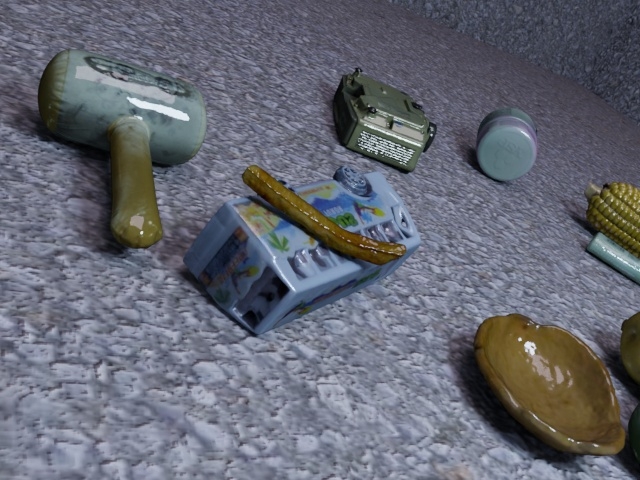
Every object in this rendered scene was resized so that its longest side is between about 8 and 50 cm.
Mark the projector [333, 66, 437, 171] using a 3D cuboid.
[{"bbox_3d":[0.128,-0.235,1.375,0.193,0.088,0.270,19,28,-13],"label":"projector"}]

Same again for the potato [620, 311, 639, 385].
[{"bbox_3d":[0.577,0.191,1.011,0.300,0.140,0.173,21,31,-7],"label":"potato"}]

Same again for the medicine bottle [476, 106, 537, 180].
[{"bbox_3d":[0.408,-0.212,1.555,0.135,0.135,0.168,29,26,0],"label":"medicine bottle"}]

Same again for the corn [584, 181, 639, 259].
[{"bbox_3d":[0.696,-0.005,1.484,0.347,0.130,0.130,43,30,20],"label":"corn"}]

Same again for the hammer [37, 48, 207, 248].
[{"bbox_3d":[-0.211,-0.094,0.795,0.201,0.113,0.306,10,38,-28],"label":"hammer"}]

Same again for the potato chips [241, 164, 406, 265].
[{"bbox_3d":[0.003,-0.021,0.735,0.204,0.037,0.026,29,29,-24],"label":"potato chips"}]

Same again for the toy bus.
[{"bbox_3d":[0.000,0.000,0.830,0.136,0.109,0.329,48,31,15],"label":"toy bus"}]

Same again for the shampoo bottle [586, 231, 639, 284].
[{"bbox_3d":[0.617,0.054,1.397,0.190,0.041,0.069,37,22,15],"label":"shampoo bottle"}]

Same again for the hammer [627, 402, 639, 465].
[{"bbox_3d":[0.513,0.295,0.800,0.206,0.119,0.336,-17,60,-35],"label":"hammer"}]

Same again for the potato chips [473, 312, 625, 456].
[{"bbox_3d":[0.260,0.173,0.825,0.195,0.062,0.208,-5,43,-40],"label":"potato chips"}]
